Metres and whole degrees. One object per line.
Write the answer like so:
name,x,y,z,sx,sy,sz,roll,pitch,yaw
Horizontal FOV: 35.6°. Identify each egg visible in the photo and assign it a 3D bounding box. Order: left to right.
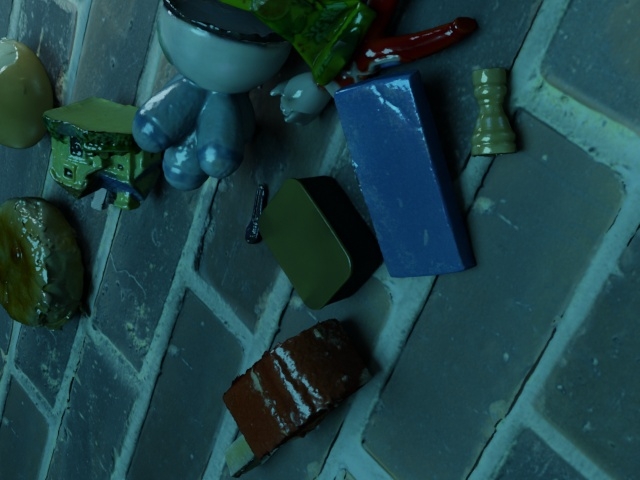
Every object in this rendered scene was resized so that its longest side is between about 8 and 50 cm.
egg,-0.690,-0.319,2.196,0.201,0.201,0.244,-18,100,45

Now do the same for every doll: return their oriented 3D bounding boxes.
doll,0.060,-0.286,1.538,0.384,0.099,0.188,-29,87,40

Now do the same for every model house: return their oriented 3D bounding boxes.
model house,-0.421,-0.159,1.959,0.214,0.195,0.189,16,117,18

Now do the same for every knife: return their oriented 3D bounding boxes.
knife,-0.115,-0.048,1.815,0.031,0.018,0.121,28,116,36

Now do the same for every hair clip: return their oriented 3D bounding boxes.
hair clip,-0.446,-0.172,2.093,0.140,0.054,0.220,20,110,45

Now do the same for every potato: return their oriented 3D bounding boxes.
potato,-0.125,0.392,1.882,0.061,0.086,0.122,57,138,16

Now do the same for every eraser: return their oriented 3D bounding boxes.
eraser,0.125,-0.093,1.495,0.144,0.042,0.312,-6,108,39

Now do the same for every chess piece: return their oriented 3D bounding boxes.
chess piece,0.239,-0.181,1.404,0.066,0.066,0.122,-4,92,45

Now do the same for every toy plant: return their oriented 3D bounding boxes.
toy plant,-0.191,-0.236,1.685,0.247,0.247,0.332,37,120,33

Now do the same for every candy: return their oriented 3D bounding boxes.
candy,-0.046,-0.358,1.489,0.246,0.069,0.149,35,128,-7

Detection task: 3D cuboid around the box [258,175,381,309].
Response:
box,0.000,0.000,1.660,0.201,0.090,0.144,55,132,20

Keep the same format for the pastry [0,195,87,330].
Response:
pastry,-0.657,0.045,2.288,0.329,0.136,0.330,13,109,44

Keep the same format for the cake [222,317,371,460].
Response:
cake,-0.035,0.251,1.696,0.151,0.177,0.283,59,138,17
